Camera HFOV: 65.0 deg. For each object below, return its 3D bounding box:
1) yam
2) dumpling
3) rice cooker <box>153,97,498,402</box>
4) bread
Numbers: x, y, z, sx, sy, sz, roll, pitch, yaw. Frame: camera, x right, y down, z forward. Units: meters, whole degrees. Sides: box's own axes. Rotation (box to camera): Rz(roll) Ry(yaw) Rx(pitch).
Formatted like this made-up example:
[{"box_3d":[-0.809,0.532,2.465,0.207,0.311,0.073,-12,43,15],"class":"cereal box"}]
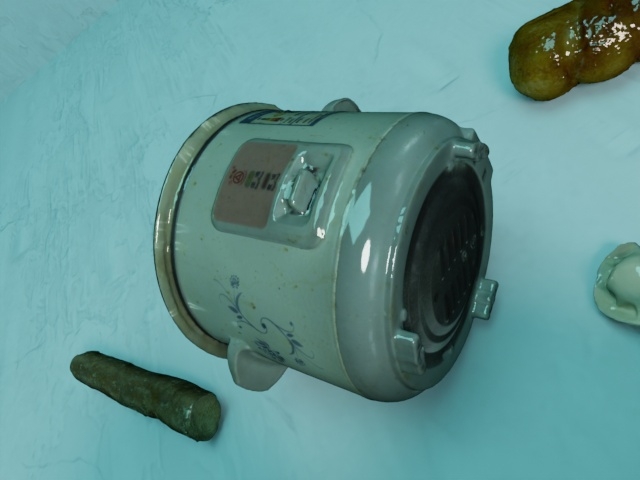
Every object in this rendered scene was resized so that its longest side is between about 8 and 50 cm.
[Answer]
[{"box_3d":[-0.233,0.190,0.644,0.274,0.061,0.061,4,62,37],"class":"yam"},{"box_3d":[0.263,0.040,0.428,0.059,0.043,0.077,-36,59,31],"class":"dumpling"},{"box_3d":[0.000,0.000,0.481,0.317,0.264,0.316,-12,65,28],"class":"rice cooker"},{"box_3d":[0.372,-0.260,0.538,0.344,0.084,0.124,-22,49,19],"class":"bread"}]
